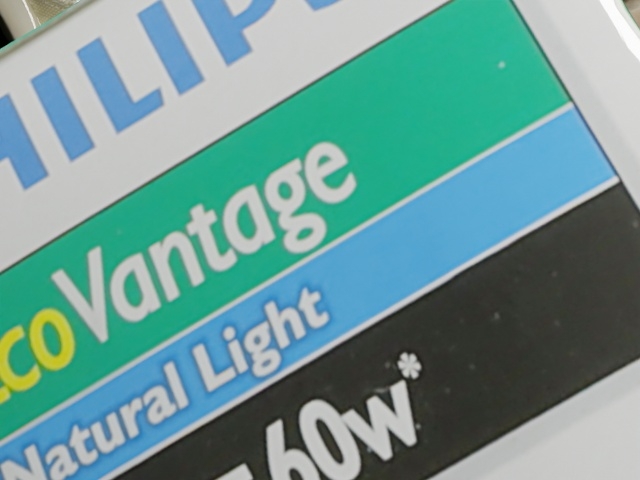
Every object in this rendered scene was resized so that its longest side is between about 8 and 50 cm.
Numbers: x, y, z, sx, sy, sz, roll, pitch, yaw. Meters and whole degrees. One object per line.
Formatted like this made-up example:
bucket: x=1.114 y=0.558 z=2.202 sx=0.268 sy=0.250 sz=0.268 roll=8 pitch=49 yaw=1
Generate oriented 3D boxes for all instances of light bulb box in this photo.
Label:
light bulb box: x=0.064 y=0.101 z=0.657 sx=0.361 sy=0.225 sz=0.358 roll=60 pitch=5 yaw=12

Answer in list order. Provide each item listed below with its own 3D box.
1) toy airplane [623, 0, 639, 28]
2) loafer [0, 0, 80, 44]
toy airplane: x=0.041 y=-0.128 z=1.449 sx=0.386 sy=0.272 sz=0.384 roll=52 pitch=-35 yaw=11
loafer: x=-0.111 y=-0.115 z=0.995 sx=0.268 sy=0.092 sz=0.102 roll=57 pitch=5 yaw=-15
